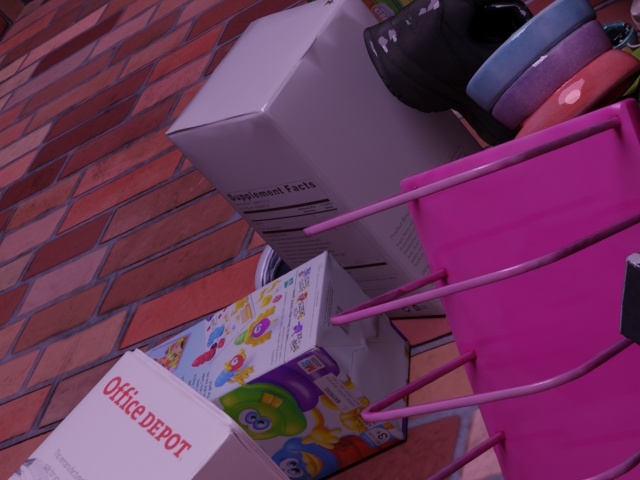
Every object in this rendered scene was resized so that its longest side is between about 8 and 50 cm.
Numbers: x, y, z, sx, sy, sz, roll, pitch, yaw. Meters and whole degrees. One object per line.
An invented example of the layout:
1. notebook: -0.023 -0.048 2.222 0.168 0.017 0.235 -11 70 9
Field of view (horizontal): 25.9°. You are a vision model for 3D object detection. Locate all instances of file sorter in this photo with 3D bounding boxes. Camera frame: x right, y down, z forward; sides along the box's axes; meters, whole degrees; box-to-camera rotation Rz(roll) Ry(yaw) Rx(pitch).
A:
1. file sorter: 0.139 0.083 0.957 0.202 0.291 0.182 -19 2 40

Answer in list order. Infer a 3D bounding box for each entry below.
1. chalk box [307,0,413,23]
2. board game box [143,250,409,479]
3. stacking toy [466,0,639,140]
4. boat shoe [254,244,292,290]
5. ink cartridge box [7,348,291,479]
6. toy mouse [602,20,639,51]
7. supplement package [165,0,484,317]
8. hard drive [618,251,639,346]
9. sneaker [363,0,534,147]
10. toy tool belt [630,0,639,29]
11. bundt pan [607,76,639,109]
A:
1. chalk box: 0.101 -0.361 1.939 0.213 0.132 0.132 -3 46 55
2. board game box: -0.066 0.158 1.356 0.275 0.142 0.144 -29 29 25
3. stacking toy: 0.235 -0.176 1.294 0.309 0.130 0.279 -37 -9 -25
4. boat shoe: 0.000 0.000 1.596 0.083 0.065 0.183 -1 46 56
5. ink cartridge box: -0.154 0.231 0.924 0.283 0.117 0.207 -47 26 -11
6. toy mouse: 0.304 -0.188 1.502 0.143 0.031 0.161 -17 35 42
7. supplement package: 0.025 -0.079 1.420 0.175 0.293 0.177 -7 42 51
8. hard drive: 0.367 0.061 0.763 0.237 0.064 0.339 -18 32 -30
9. sneaker: 0.174 -0.170 1.353 0.130 0.286 0.109 -39 59 29
10. toy tool belt: 0.366 -0.252 1.509 0.052 0.051 0.083 -44 8 34
11. bundt pan: 0.289 -0.064 1.103 0.331 0.124 0.331 -41 6 5
